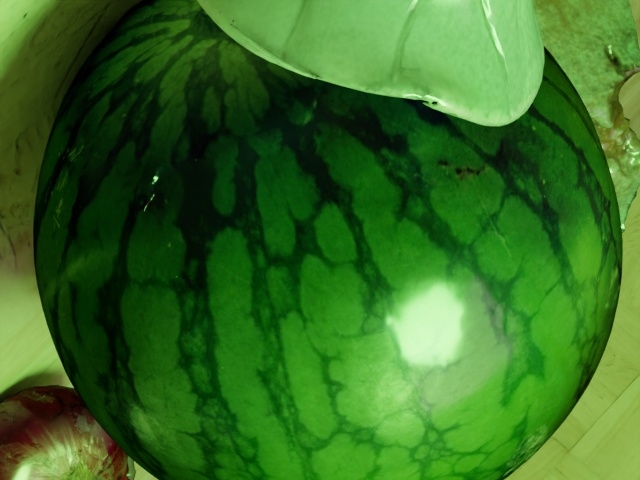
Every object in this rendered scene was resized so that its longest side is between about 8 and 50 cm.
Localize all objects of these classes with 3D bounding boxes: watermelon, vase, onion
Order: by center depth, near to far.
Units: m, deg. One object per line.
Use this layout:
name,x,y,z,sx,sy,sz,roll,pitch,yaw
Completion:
vase,0.094,-0.264,0.730,0.250,0.250,0.445,-30,151,-53
watermelon,0.000,0.000,1.014,0.363,0.363,0.363,-45,166,-14
onion,-0.224,0.179,1.337,0.150,0.140,0.150,-4,95,-47
watermelon,0.152,-0.153,1.389,0.151,0.302,0.264,-6,155,-10
